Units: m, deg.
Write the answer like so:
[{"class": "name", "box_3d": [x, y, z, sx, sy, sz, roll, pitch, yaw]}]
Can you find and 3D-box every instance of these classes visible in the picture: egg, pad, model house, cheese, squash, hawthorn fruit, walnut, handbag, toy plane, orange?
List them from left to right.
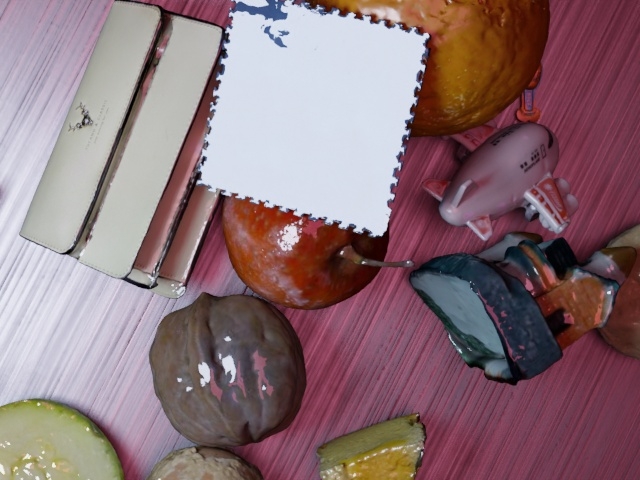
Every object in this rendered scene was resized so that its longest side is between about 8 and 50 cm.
[{"class": "squash", "box_3d": [-0.399, 0.341, 1.551, 0.252, 0.049, 0.252, 6, 65, -14]}, {"class": "handbag", "box_3d": [-0.249, -0.130, 1.542, 0.237, 0.160, 0.358, 20, 87, 32]}, {"class": "egg", "box_3d": [-0.161, 0.401, 1.554, 0.203, 0.203, 0.245, 1, 93, -7]}, {"class": "walnut", "box_3d": [-0.126, 0.176, 1.563, 0.224, 0.224, 0.224, 0, 90, -7]}, {"class": "hawthorn fruit", "box_3d": [-0.024, -0.016, 1.549, 0.235, 0.263, 0.231, -34, 92, 10]}, {"class": "pad", "box_3d": [-0.014, -0.160, 1.414, 0.269, 0.012, 0.269, 18, 104, 15]}, {"class": "orange", "box_3d": [0.139, -0.298, 1.533, 0.340, 0.340, 0.293, 16, 131, -6]}, {"class": "toy plane", "box_3d": [0.255, -0.095, 1.615, 0.252, 0.118, 0.252, 9, 52, -11]}, {"class": "cheese", "box_3d": [0.312, -0.233, 1.700, 0.047, 0.017, 0.111, -1, 91, -4]}, {"class": "model house", "box_3d": [0.310, 0.058, 1.593, 0.291, 0.253, 0.184, -26, 92, -12]}]

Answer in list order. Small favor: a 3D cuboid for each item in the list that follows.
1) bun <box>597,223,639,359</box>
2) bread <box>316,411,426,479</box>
[{"class": "bun", "box_3d": [0.506, 0.076, 1.664, 0.220, 0.134, 0.220, 0, 92, -3]}, {"class": "bread", "box_3d": [0.105, 0.335, 1.615, 0.160, 0.140, 0.169, -36, 98, 6]}]
